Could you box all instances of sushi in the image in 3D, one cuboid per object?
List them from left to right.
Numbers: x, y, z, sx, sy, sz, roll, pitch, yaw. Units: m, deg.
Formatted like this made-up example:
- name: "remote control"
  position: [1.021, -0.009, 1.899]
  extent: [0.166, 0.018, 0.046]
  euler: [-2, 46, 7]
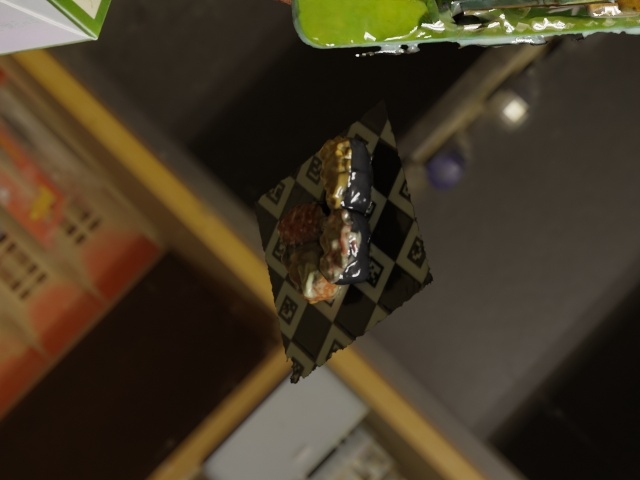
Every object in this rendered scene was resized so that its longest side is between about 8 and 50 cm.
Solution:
- name: "sushi"
  position: [0.000, 0.000, 1.100]
  extent: [0.026, 0.120, 0.126]
  euler: [9, 145, -39]

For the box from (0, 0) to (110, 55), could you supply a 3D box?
- name: "box"
  position: [-0.271, -0.245, 1.495]
  extent: [0.195, 0.177, 0.148]
  euler: [-6, -121, 37]

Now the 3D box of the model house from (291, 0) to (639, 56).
- name: "model house"
  position: [0.171, -0.255, 1.303]
  extent: [0.357, 0.243, 0.313]
  euler: [-4, -177, -24]

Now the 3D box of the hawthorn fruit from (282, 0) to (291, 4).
- name: "hawthorn fruit"
  position: [-0.005, -0.282, 1.567]
  extent: [0.263, 0.231, 0.235]
  euler: [-45, 159, 27]
